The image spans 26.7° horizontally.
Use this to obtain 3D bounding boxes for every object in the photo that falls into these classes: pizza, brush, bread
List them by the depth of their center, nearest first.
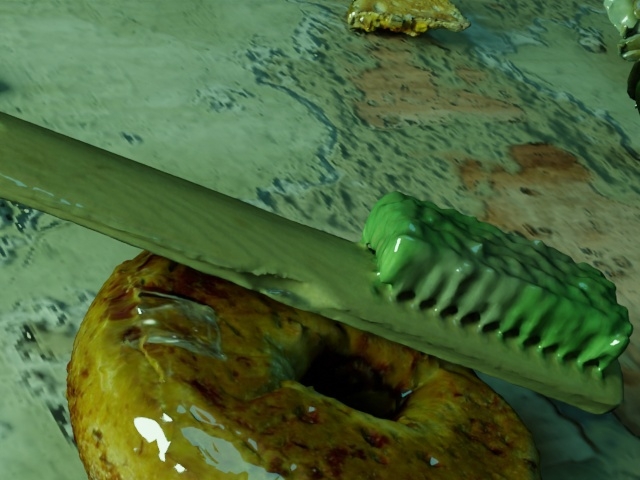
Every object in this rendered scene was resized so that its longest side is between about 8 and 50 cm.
[{"bbox_3d":[-0.007,0.066,0.492,0.193,0.064,0.193,21,29,-12],"label":"bread"},{"bbox_3d":[0.000,0.000,0.499,0.282,0.048,0.054,19,24,-21],"label":"brush"},{"bbox_3d":[0.059,-0.144,0.872,0.078,0.025,0.083,28,39,19],"label":"pizza"}]

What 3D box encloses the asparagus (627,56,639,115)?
[{"bbox_3d":[0.351,-0.097,0.899,0.382,0.108,0.128,-15,78,-41],"label":"asparagus"}]

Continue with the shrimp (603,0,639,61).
[{"bbox_3d":[0.295,-0.189,1.039,0.185,0.068,0.287,20,30,-6],"label":"shrimp"}]
